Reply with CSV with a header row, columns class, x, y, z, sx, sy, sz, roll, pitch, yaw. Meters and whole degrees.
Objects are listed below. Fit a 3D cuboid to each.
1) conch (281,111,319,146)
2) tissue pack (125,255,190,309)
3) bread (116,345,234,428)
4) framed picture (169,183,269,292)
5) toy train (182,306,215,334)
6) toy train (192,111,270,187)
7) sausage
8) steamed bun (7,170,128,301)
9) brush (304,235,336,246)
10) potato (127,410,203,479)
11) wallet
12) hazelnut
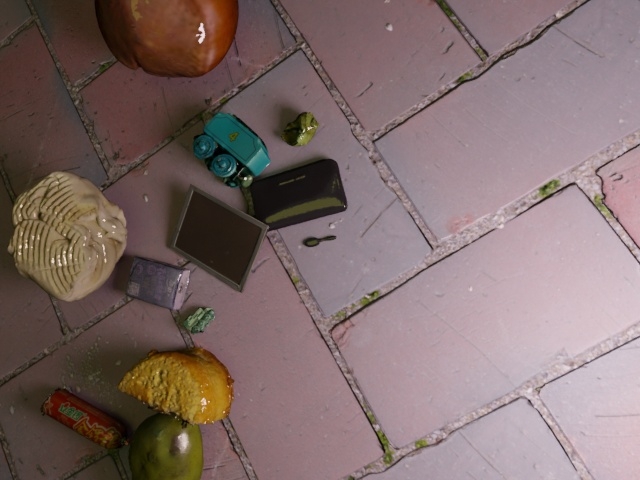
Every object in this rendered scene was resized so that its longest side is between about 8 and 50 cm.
class,x,y,z,sx,sy,sz,roll,pitch,yaw
conch,-0.052,-0.275,1.028,0.121,0.074,0.089,-2,47,35
tissue pack,-0.436,0.114,1.098,0.157,0.051,0.112,14,90,15
bread,-0.335,0.334,0.995,0.261,0.160,0.146,15,82,22
framed picture,-0.267,-0.008,1.063,0.253,0.014,0.196,29,106,15
toy train,-0.312,0.204,1.064,0.053,0.033,0.083,43,95,18
toy train,-0.231,-0.232,1.058,0.198,0.107,0.154,43,87,15
sausage,-0.612,0.480,1.091,0.264,0.083,0.083,20,89,14
steamed bun,-0.647,-0.006,1.094,0.276,0.203,0.289,-36,90,-1
brush,0.000,0.000,1.018,0.084,0.008,0.023,-13,79,12
potato,-0.370,0.527,0.987,0.186,0.149,0.253,27,100,31
wallet,-0.063,-0.112,1.031,0.251,0.044,0.148,-13,77,13
hazelnut,-0.385,-0.589,1.045,0.373,0.315,0.371,2,60,-4
